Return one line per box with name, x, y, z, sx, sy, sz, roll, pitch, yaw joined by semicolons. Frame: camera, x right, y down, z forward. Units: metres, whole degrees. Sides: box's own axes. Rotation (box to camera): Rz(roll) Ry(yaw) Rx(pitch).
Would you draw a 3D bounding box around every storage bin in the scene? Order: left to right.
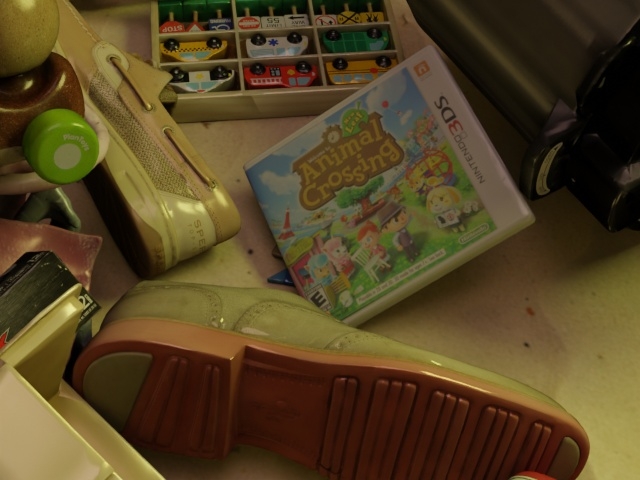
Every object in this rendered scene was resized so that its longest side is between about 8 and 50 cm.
storage bin;-0.104;0.184;0.617;0.262;0.260;0.123;45;64;2

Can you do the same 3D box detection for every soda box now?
soda box;-0.236;0.082;0.706;0.169;0.060;0.053;-48;23;-27

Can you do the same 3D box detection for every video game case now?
video game case;0.053;-0.043;0.912;0.212;0.023;0.193;-32;64;14

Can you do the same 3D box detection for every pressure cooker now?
pressure cooker;0.310;-0.212;0.914;0.375;0.370;0.420;-1;46;-49

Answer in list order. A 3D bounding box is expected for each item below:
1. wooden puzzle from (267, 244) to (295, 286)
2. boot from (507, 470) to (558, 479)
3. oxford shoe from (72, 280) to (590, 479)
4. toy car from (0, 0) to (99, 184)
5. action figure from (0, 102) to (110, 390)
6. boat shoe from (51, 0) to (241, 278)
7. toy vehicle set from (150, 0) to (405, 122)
wooden puzzle;0.000;0.000;0.965;0.078;0.014;0.116;16;54;9
boot;0.266;0.205;0.782;0.244;0.088;0.176;28;55;7
oxford shoe;0.017;0.103;0.814;0.397;0.140;0.146;15;32;-3
toy car;-0.244;-0.147;0.726;0.149;0.188;0.155;-14;37;-28
action figure;-0.341;0.025;0.748;0.370;0.276;0.248;8;21;-34
boat shoe;-0.192;-0.118;0.985;0.110;0.122;0.341;-23;67;-22
toy vehicle set;-0.047;-0.204;1.105;0.267;0.035;0.166;-5;53;-7
